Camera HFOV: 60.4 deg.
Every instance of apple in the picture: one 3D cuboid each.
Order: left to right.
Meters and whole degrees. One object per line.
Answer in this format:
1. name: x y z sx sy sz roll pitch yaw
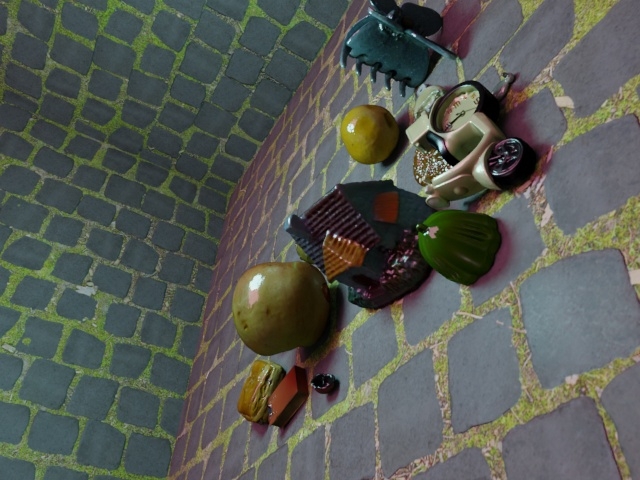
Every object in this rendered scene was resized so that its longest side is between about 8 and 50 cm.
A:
1. apple: -0.127 0.231 1.858 0.338 0.338 0.305 -32 60 58

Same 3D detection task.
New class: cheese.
1. cheese: 0.346 -0.466 1.783 0.127 0.050 0.235 -55 17 27

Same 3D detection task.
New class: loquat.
1. loquat: 0.170 -0.370 1.908 0.208 0.208 0.208 -51 26 37

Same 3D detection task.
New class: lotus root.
1. lotus root: 0.290 -0.004 1.271 0.186 0.186 0.186 -51 26 37

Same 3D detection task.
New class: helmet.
1. helmet: 0.015 0.440 1.669 0.084 0.049 0.065 0 30 42

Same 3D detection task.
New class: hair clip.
1. hair clip: 0.245 -0.663 1.869 0.238 0.318 0.392 -56 22 38

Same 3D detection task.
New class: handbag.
1. handbag: -0.113 0.538 1.880 0.190 0.063 0.127 -55 24 21

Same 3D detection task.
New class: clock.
1. clock: 0.357 -0.230 1.377 0.276 0.120 0.379 -40 36 30

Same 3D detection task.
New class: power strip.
1. power strip: 0.468 -0.401 1.432 0.083 0.035 0.055 -57 22 31

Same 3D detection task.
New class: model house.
1. model house: 0.091 -0.017 1.546 0.360 0.339 0.297 -35 36 55

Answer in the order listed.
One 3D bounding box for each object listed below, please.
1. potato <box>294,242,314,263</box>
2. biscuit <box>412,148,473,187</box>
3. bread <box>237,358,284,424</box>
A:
1. potato: 0.000 0.000 2.035 0.298 0.141 0.176 -25 55 62
2. biscuit: 0.358 -0.294 1.587 0.305 0.038 0.305 -52 26 37
3. bread: -0.234 0.569 2.086 0.210 0.099 0.235 -13 57 65
